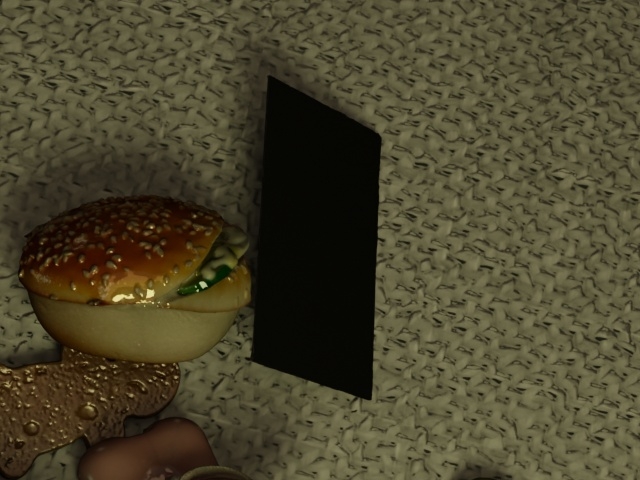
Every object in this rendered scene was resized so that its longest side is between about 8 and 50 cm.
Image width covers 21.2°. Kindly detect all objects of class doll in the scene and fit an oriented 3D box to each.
[{"bbox_3d":[-0.120,0.270,1.551,0.284,0.268,0.216,-20,88,-19],"label":"doll"}]

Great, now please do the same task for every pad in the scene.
[{"bbox_3d":[0.000,0.000,1.749,0.202,0.005,0.299,24,63,-49],"label":"pad"}]

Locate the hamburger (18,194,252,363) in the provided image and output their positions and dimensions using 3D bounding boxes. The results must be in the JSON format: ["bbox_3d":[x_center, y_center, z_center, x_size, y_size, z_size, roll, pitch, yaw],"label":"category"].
[{"bbox_3d":[-0.180,0.031,1.650,0.237,0.237,0.147,4,107,-14],"label":"hamburger"}]

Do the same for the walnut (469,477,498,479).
[{"bbox_3d":[0.171,0.286,1.731,0.092,0.092,0.092,4,72,-14],"label":"walnut"}]

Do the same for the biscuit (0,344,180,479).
[{"bbox_3d":[-0.236,0.157,1.686,0.205,0.031,0.138,-17,87,-19],"label":"biscuit"}]
